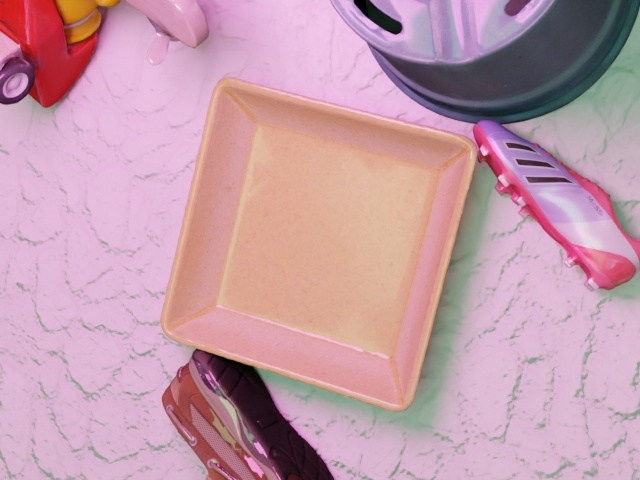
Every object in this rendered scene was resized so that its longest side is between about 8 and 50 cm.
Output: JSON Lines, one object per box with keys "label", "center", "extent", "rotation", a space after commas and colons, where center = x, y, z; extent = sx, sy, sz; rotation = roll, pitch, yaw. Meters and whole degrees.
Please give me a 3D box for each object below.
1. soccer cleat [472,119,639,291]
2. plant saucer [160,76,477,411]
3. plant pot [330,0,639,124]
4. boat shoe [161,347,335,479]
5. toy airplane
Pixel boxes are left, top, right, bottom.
{"label": "soccer cleat", "center": [0.274, -0.052, 1.317], "extent": [0.095, 0.083, 0.248], "rotation": [-39, 83, 0]}
{"label": "plant saucer", "center": [0.000, 0.000, 1.396], "extent": [0.333, 0.081, 0.333], "rotation": [16, 98, 16]}
{"label": "plant pot", "center": [0.158, -0.295, 1.198], "extent": [0.341, 0.334, 0.341], "rotation": [1, 95, 17]}
{"label": "boat shoe", "center": [-0.082, 0.284, 1.429], "extent": [0.120, 0.122, 0.324], "rotation": [-40, 74, 20]}
{"label": "toy airplane", "center": [-0.309, -0.374, 1.368], "extent": [0.384, 0.272, 0.386], "rotation": [-9, 106, 48]}
